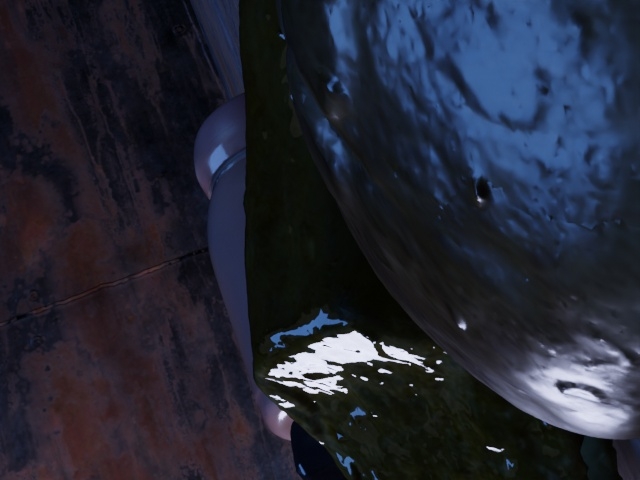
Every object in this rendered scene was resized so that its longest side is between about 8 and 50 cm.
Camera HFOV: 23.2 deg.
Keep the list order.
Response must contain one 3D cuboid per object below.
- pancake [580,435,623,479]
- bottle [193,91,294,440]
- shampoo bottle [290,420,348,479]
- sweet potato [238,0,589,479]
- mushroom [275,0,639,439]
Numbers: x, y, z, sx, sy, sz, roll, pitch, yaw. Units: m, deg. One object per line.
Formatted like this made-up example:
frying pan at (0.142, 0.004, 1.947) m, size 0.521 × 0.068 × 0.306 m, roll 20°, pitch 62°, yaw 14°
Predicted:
pancake at (0.109, 0.126, 0.927) m, size 0.376 × 0.054 × 0.197 m, roll -115°, pitch 20°, yaw -55°
bottle at (0.000, 0.000, 1.333) m, size 0.206 × 0.173 × 0.297 m, roll -52°, pitch 49°, yaw 46°
shampoo bottle at (0.061, 0.170, 1.077) m, size 0.309 × 0.098 × 0.071 m, roll 53°, pitch -163°, yaw -29°
sweet potato at (0.038, -0.049, 0.728) m, size 0.158 × 0.157 × 0.370 m, roll 89°, pitch 177°, yaw -75°
mushroom at (0.057, -0.077, 0.418) m, size 0.278 × 0.146 × 0.278 m, roll 167°, pitch 90°, yaw -82°
